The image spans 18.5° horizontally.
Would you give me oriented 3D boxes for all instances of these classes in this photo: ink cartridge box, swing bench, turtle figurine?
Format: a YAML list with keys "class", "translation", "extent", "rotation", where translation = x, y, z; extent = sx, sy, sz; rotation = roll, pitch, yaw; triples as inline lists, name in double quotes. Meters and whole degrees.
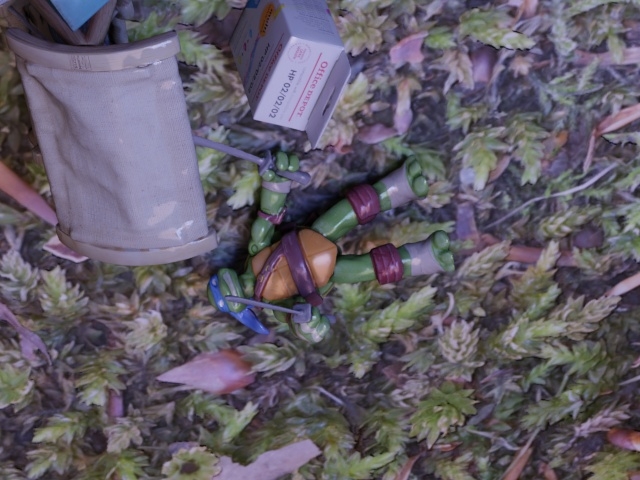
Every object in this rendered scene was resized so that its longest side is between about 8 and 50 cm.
- class: "ink cartridge box"
  translation: [-0.032, -0.185, 1.972]
  extent: [0.062, 0.181, 0.104]
  rotation: [11, 123, -23]
- class: "swing bench"
  translation: [-0.214, -0.140, 1.909]
  extent: [0.165, 0.254, 0.253]
  rotation: [-12, 130, -6]
- class: "turtle figurine"
  translation: [0.000, 0.000, 2.122]
  extent: [0.266, 0.198, 0.274]
  rotation: [-19, 134, -5]

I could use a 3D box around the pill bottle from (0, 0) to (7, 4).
- class: "pill bottle"
  translation: [-0.315, -0.298, 1.639]
  extent: [0.224, 0.392, 0.224]
  rotation: [11, 117, 21]

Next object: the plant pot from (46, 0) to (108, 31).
- class: "plant pot"
  translation: [-0.154, -0.309, 1.415]
  extent: [0.234, 0.165, 0.165]
  rotation: [-38, 131, -4]
